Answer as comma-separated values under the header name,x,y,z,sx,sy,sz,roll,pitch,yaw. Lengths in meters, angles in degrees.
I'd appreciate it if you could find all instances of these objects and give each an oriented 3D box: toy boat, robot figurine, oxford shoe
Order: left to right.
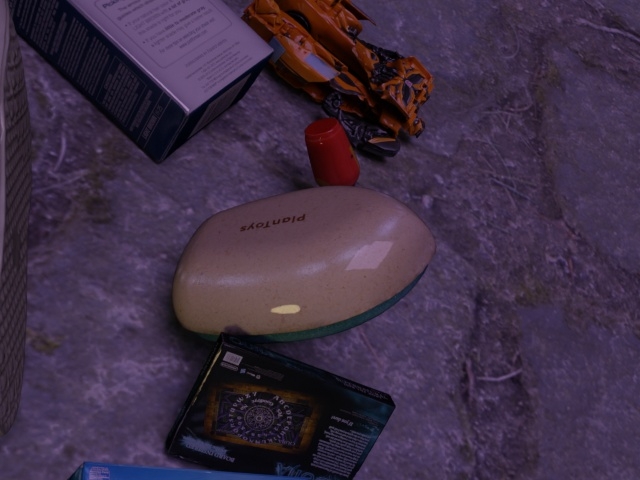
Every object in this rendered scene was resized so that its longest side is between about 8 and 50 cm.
name,x,y,z,sx,sy,sz,roll,pitch,yaw
oxford shoe,-0.326,-0.044,0.684,0.130,0.169,0.449,-2,62,-9
toy boat,0.000,0.000,0.839,0.318,0.268,0.148,-71,148,-52
robot figurine,0.036,-0.246,1.077,0.291,0.085,0.211,37,50,-8

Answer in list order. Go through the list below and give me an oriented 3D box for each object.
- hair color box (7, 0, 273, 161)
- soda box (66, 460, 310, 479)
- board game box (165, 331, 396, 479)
name,x,y,z,sx,sy,sz,roll,pitch,yaw
hair color box,-0.243,-0.274,0.902,0.347,0.105,0.174,44,48,-2
soda box,-0.115,0.242,0.685,0.210,0.071,0.067,13,55,-25
board game box,-0.037,0.175,0.751,0.186,0.126,0.026,24,13,-18
